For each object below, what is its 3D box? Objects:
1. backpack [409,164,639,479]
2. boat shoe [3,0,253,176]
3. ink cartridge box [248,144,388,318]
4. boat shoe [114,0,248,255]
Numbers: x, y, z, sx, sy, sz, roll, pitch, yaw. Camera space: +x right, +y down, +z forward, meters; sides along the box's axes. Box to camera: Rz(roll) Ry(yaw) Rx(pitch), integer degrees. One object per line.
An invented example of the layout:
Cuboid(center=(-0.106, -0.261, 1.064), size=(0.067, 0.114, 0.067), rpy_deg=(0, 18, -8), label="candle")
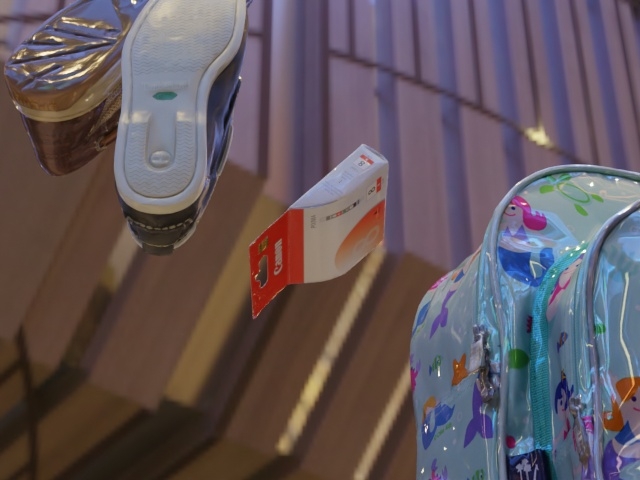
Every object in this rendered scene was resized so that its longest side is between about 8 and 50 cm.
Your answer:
Cuboid(center=(0.157, 0.083, 0.721), size=(0.225, 0.253, 0.191), rpy_deg=(10, -42, -17), label="backpack")
Cuboid(center=(-0.147, -0.178, 1.423), size=(0.123, 0.342, 0.123), rpy_deg=(16, -46, 26), label="boat shoe")
Cuboid(center=(0.000, 0.000, 1.682), size=(0.045, 0.179, 0.145), rpy_deg=(34, -28, 21), label="ink cartridge box")
Cuboid(center=(-0.099, -0.098, 1.131), size=(0.084, 0.233, 0.079), rpy_deg=(4, -35, 7), label="boat shoe")
